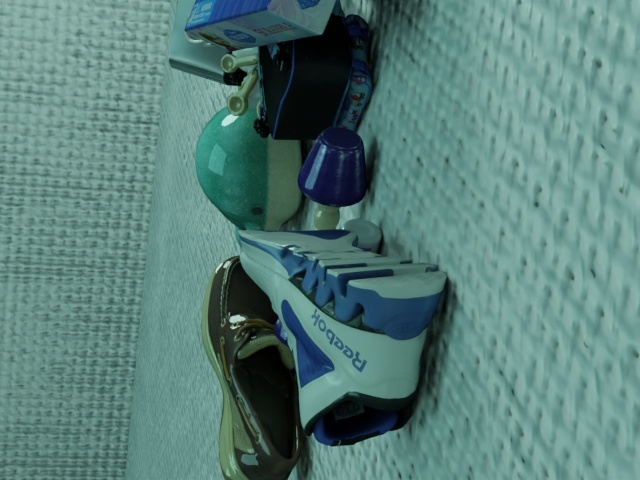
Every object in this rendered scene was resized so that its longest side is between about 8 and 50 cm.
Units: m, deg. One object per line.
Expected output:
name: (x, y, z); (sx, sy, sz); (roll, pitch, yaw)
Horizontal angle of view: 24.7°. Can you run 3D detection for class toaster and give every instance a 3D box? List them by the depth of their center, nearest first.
toaster: (-0.114, -0.297, 2.023); (0.168, 0.110, 0.185); (-19, -58, -61)

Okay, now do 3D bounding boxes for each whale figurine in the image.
whale figurine: (-0.103, -0.077, 1.989); (0.272, 0.141, 0.216); (105, 163, -59)

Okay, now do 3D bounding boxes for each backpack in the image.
backpack: (-0.012, -0.216, 1.652); (0.158, 0.117, 0.173); (111, 159, -55)

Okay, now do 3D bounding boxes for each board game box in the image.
board game box: (-0.020, -0.362, 1.532); (0.318, 0.066, 0.319); (-69, 20, -4)

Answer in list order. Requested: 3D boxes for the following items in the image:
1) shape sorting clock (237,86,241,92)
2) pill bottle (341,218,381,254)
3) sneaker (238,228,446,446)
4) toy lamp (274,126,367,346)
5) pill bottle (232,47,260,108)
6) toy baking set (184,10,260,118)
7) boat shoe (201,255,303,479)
shape sorting clock: (-0.103, -0.212, 2.266); (0.206, 0.040, 0.206); (180, 90, -80)
pill bottle: (0.036, 0.021, 1.535); (0.043, 0.043, 0.083); (-101, 19, -51)
sneaker: (0.006, 0.092, 1.390); (0.315, 0.128, 0.182); (-154, 66, -64)
toy lamp: (0.000, 0.000, 1.632); (0.080, 0.080, 0.274); (-103, 20, -54)
pill bottle: (-0.053, -0.276, 1.863); (0.117, 0.118, 0.208); (151, 121, -76)
toy baking set: (-0.077, -0.259, 1.782); (0.197, 0.030, 0.256); (-34, 78, 31)
boat shoe: (-0.075, 0.154, 1.886); (0.123, 0.123, 0.342); (130, 144, -48)
